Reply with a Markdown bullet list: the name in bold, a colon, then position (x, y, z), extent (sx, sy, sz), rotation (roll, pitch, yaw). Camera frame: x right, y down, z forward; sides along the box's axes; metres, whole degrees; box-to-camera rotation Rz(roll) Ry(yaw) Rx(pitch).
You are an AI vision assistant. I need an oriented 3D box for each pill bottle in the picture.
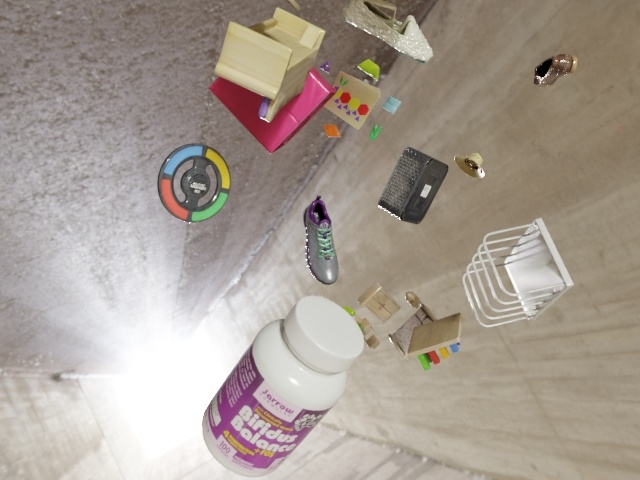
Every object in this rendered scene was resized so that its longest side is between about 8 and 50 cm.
- **pill bottle**: position (-0.061, 0.237, 0.858), extent (0.302, 0.169, 0.169), rotation (-55, 162, 27)

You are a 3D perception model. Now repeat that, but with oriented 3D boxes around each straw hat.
- **straw hat**: position (0.607, -0.313, 2.068), extent (0.061, 0.144, 0.144), rotation (-50, 176, -7)

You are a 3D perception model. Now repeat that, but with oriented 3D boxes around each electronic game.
- **electronic game**: position (-0.360, -0.164, 1.508), extent (0.229, 0.230, 0.048), rotation (-25, -153, -34)

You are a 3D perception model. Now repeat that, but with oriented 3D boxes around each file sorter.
- **file sorter**: position (0.514, 0.103, 1.424), extent (0.172, 0.193, 0.278), rotation (-12, 154, -4)

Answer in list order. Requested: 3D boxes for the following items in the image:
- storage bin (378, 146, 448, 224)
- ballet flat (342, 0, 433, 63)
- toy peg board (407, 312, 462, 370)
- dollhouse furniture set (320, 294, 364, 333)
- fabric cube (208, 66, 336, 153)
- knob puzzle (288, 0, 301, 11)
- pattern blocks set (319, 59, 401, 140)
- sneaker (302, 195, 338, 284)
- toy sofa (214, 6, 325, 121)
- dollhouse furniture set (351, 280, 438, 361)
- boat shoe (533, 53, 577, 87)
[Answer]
- **storage bin**: position (0.249, -0.144, 1.396), extent (0.122, 0.084, 0.180), rotation (9, 112, -51)
- **ballet flat**: position (0.283, -0.832, 2.030), extent (0.147, 0.408, 0.147), rotation (-61, -167, 24)
- **toy peg board**: position (0.360, 0.309, 1.574), extent (0.160, 0.079, 0.161), rotation (-24, -169, 24)
- **dollhouse furniture set**: position (0.047, 0.216, 1.427), extent (0.076, 0.151, 0.059), rotation (-58, 159, -19)
- **fabric cube**: position (-0.135, -0.453, 1.585), extent (0.259, 0.258, 0.254), rotation (-43, -172, 16)
- **knob puzzle**: position (-0.120, -0.539, 1.082), extent (0.030, 0.213, 0.213), rotation (-47, 169, 14)
- **pattern blocks set**: position (0.103, -0.486, 1.801), extent (0.285, 0.325, 0.026), rotation (-48, 166, 16)
- **sneaker**: position (0.000, 0.000, 1.341), extent (0.083, 0.224, 0.098), rotation (-10, 164, -14)
- **toy sofa**: position (-0.118, -0.436, 1.269), extent (0.363, 0.150, 0.177), rotation (-65, -179, -58)
- **dollhouse furniture set**: position (0.286, 0.345, 2.043), extent (0.303, 0.174, 0.356), rotation (-44, -145, 6)
- **boat shoe**: position (0.663, -0.496, 1.519), extent (0.073, 0.073, 0.207), rotation (2, -179, 0)
